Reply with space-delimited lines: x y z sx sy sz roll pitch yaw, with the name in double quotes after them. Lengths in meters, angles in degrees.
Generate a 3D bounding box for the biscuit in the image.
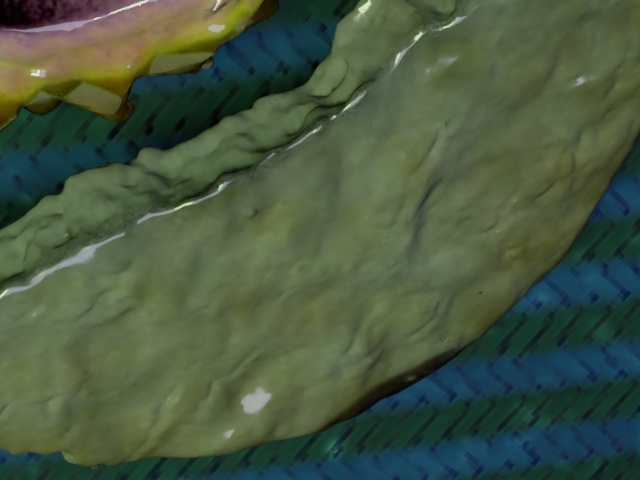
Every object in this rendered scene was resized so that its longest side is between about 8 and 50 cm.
0.004 0.000 0.425 0.250 0.032 0.133 -32 136 -3 "biscuit"

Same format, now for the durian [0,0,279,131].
-0.032 -0.173 0.328 0.191 0.112 0.341 3 121 -24 "durian"
